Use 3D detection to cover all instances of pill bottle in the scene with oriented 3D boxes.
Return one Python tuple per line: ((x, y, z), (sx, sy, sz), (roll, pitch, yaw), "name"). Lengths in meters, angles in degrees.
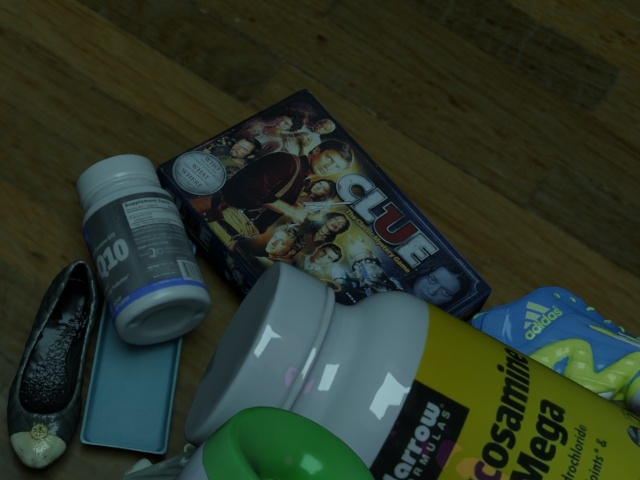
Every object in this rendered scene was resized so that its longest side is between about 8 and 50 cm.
((0.083, 0.153, 1.182), (0.334, 0.188, 0.188), (28, 58, -10), "pill bottle")
((-0.142, 0.006, 1.316), (0.078, 0.078, 0.137), (-14, 63, -17), "pill bottle")

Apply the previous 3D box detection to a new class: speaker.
((-0.081, 0.251, 1.076), (0.131, 0.296, 0.131), (27, 24, -13), "speaker")

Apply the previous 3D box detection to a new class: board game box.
((0.000, 0.000, 1.374), (0.165, 0.042, 0.243), (-31, 69, -31), "board game box")

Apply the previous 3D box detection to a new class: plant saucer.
((-0.143, 0.080, 1.329), (0.067, 0.018, 0.192), (9, 58, -5), "plant saucer")

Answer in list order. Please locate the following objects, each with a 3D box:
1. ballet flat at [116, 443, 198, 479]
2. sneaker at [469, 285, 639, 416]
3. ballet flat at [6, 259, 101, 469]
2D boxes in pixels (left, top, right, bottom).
((-0.104, 0.185, 1.256), (0.213, 0.072, 0.068), (-20, 38, -21), "ballet flat")
((0.228, 0.087, 1.344), (0.240, 0.091, 0.126), (-1, 60, -9), "sneaker")
((-0.207, 0.093, 1.291), (0.057, 0.049, 0.173), (9, 59, -3), "ballet flat")
